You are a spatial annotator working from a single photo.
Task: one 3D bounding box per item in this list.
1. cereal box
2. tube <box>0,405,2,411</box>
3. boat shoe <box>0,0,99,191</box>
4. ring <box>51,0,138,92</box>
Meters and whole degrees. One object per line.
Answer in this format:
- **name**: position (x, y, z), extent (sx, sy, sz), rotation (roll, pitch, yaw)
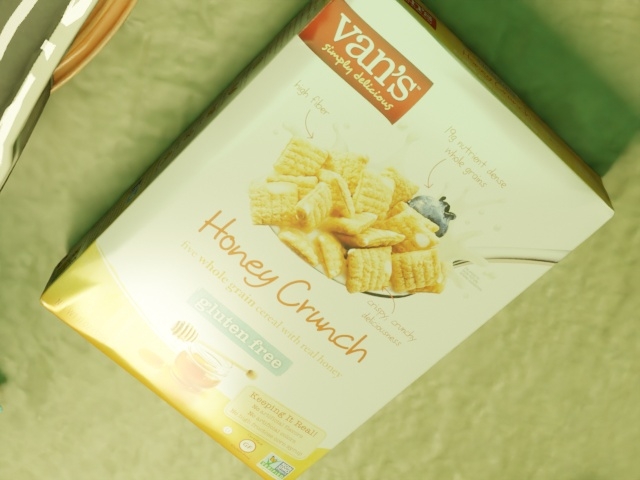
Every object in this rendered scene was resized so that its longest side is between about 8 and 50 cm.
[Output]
- **cereal box**: position (0.000, 0.000, 0.603), extent (0.173, 0.047, 0.240), rotation (40, 112, -15)
- **tube**: position (-0.262, 0.031, 0.643), extent (0.080, 0.052, 0.207), rotation (-19, 120, 23)
- **boat shoe**: position (-0.124, -0.129, 0.480), extent (0.095, 0.112, 0.335), rotation (28, 119, -15)
- **ring**: position (-0.222, -0.203, 0.529), extent (0.337, 0.032, 0.336), rotation (2, 117, 4)
